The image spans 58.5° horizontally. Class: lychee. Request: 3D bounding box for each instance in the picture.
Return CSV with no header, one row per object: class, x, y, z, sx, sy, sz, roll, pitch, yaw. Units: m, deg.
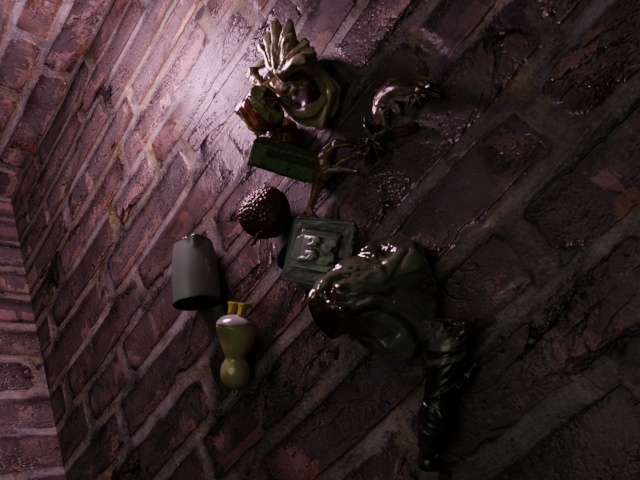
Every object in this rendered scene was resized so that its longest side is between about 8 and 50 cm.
lychee,-0.172,-0.073,1.755,0.165,0.165,0.197,-13,57,41

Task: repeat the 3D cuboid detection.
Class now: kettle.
kettle,-0.440,0.118,1.988,0.221,0.161,0.236,123,140,-62

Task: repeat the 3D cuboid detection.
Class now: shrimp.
shrimp,0.221,-0.353,1.520,0.253,0.058,0.173,23,105,47

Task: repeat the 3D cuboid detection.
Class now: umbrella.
umbrella,0.276,0.349,1.305,0.113,0.106,0.357,13,98,53

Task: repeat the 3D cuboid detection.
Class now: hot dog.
hot dog,-0.178,-0.398,1.747,0.103,0.146,0.213,-44,17,-21

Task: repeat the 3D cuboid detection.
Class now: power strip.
power strip,-0.013,0.029,1.600,0.213,0.065,0.198,5,78,29

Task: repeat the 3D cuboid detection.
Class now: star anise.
star anise,0.143,-0.260,1.570,0.124,0.056,0.129,34,118,38

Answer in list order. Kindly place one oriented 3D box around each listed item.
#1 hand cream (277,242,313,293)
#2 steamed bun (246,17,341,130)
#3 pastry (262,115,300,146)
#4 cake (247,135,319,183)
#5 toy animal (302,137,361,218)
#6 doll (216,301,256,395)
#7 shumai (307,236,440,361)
hand cream,-0.019,0.102,1.652,0.271,0.061,0.120,33,106,37
steamed bun,-0.094,-0.528,1.769,0.247,0.189,0.428,-55,49,11
pastry,-0.129,-0.323,1.824,0.153,0.081,0.153,-15,64,34
cake,-0.102,-0.239,1.712,0.236,0.099,0.100,20,103,18
toy animal,0.018,-0.185,1.667,0.275,0.054,0.149,-45,70,25
doll,-0.263,0.340,1.801,0.142,0.117,0.295,2,96,37
shumai,0.109,0.128,1.379,0.309,0.264,0.303,26,101,43
